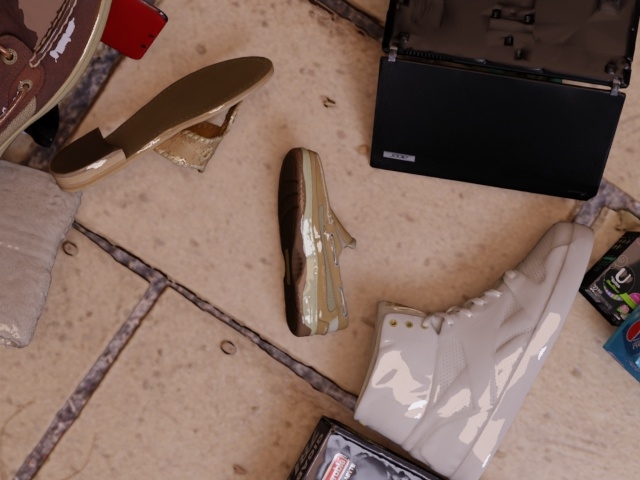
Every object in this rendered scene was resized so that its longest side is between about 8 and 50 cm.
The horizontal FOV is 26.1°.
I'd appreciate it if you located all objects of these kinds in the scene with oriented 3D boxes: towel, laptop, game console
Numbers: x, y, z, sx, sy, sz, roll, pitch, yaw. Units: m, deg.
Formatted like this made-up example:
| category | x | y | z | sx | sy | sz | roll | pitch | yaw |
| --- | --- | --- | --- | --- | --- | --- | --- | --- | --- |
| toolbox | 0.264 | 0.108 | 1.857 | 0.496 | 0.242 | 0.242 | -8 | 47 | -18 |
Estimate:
| category | x | y | z | sx | sy | sz | roll | pitch | yaw |
| --- | --- | --- | --- | --- | --- | --- | --- | --- | --- |
| towel | -0.386 | -0.010 | 1.309 | 0.282 | 0.049 | 0.187 | 16 | 58 | -6 |
| laptop | 0.180 | -0.189 | 1.345 | 0.234 | 0.136 | 0.264 | 9 | 88 | 4 |
| game console | -0.204 | -0.250 | 1.324 | 0.085 | 0.144 | 0.124 | -2 | 81 | -20 |

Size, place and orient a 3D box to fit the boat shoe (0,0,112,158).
| category | x | y | z | sx | sy | sz | roll | pitch | yaw |
| --- | --- | --- | --- | --- | --- | --- | --- | --- | --- |
| boat shoe | -0.304 | -0.148 | 1.205 | 0.123 | 0.123 | 0.342 | 40 | 98 | 8 |

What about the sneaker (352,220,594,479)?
| category | x | y | z | sx | sy | sz | roll | pitch | yaw |
| --- | --- | --- | --- | --- | --- | --- | --- | --- | --- |
| sneaker | 0.144 | 0.079 | 1.373 | 0.169 | 0.108 | 0.292 | 29 | 77 | 4 |

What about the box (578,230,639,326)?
| category | x | y | z | sx | sy | sz | roll | pitch | yaw |
| --- | --- | --- | --- | --- | --- | --- | --- | --- | --- |
| box | 0.315 | 0.039 | 1.415 | 0.083 | 0.052 | 0.062 | -45 | 95 | -5 |

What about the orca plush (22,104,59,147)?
| category | x | y | z | sx | sy | sz | roll | pitch | yaw |
| --- | --- | --- | --- | --- | --- | --- | --- | --- | --- |
| orca plush | -0.387 | -0.147 | 1.297 | 0.287 | 0.102 | 0.151 | 19 | 58 | -5 |

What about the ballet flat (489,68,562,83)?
| category | x | y | z | sx | sy | sz | roll | pitch | yaw |
| --- | --- | --- | --- | --- | --- | --- | --- | --- | --- |
| ballet flat | 0.169 | -0.246 | 1.385 | 0.083 | 0.087 | 0.247 | -35 | 93 | -4 |

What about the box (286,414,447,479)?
| category | x | y | z | sx | sy | sz | roll | pitch | yaw |
| --- | --- | --- | --- | --- | --- | --- | --- | --- | --- |
| box | 0.062 | 0.369 | 1.372 | 0.293 | 0.073 | 0.295 | 30 | 87 | -11 |

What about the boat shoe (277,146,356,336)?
| category | x | y | z | sx | sy | sz | roll | pitch | yaw |
| --- | --- | --- | --- | --- | --- | --- | --- | --- | --- |
| boat shoe | 0.000 | 0.000 | 1.386 | 0.072 | 0.068 | 0.190 | -4 | 100 | -18 |

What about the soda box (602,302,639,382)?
| category | x | y | z | sx | sy | sz | roll | pitch | yaw |
| --- | --- | --- | --- | --- | --- | --- | --- | --- | --- |
| soda box | 0.386 | 0.151 | 1.389 | 0.210 | 0.067 | 0.071 | 42 | 86 | -20 |

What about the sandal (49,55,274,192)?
| category | x | y | z | sx | sy | sz | roll | pitch | yaw |
| --- | --- | --- | --- | --- | --- | --- | --- | --- | --- |
| sandal | -0.145 | -0.096 | 1.370 | 0.240 | 0.088 | 0.079 | -29 | 126 | -11 |
